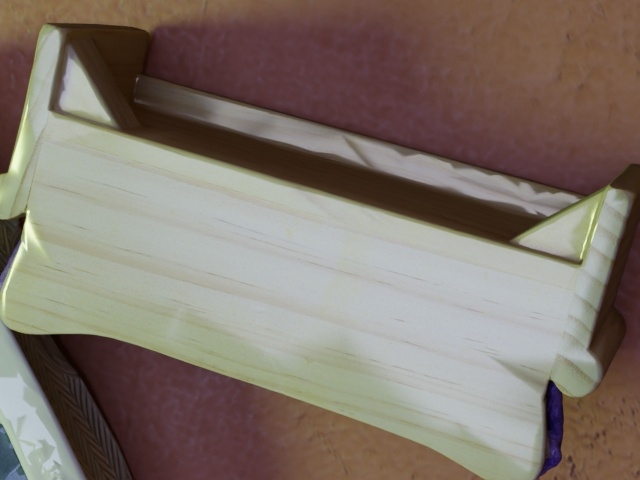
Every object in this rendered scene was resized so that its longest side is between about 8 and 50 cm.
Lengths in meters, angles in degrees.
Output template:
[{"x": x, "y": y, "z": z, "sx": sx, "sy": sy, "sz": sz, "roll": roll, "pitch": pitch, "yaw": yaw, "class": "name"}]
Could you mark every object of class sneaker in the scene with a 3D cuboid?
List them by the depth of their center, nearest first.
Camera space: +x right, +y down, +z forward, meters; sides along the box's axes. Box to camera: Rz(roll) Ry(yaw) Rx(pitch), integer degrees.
[{"x": -0.250, "y": 0.057, "z": 1.094, "sx": 0.148, "sy": 0.131, "sz": 0.350, "roll": -24, "pitch": 87, "yaw": 8, "class": "sneaker"}]

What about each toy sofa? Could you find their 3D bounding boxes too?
[{"x": 0.000, "y": 0.000, "z": 1.026, "sx": 0.362, "sy": 0.150, "sz": 0.177, "roll": 16, "pitch": 101, "yaw": 12, "class": "toy sofa"}]
